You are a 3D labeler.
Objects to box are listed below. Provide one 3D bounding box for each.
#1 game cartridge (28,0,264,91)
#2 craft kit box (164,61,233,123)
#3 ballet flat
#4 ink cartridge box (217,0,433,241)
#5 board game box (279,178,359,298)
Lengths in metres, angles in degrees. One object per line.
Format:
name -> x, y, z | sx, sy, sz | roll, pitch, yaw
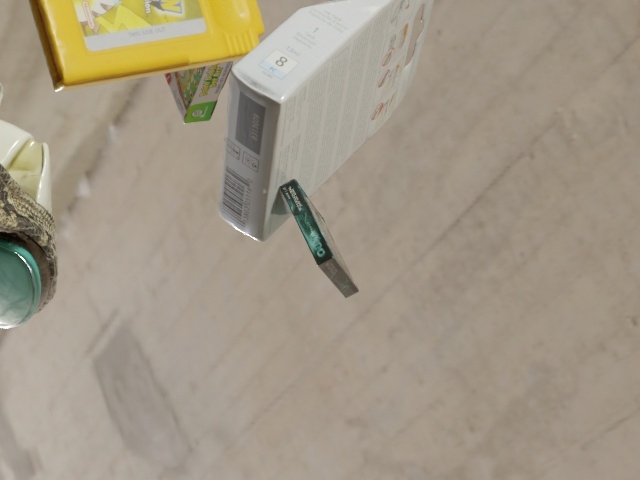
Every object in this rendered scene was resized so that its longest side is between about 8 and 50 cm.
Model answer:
game cartridge -> -0.244, -0.364, 1.822 | 0.052, 0.323, 0.285 | -18, -92, 58
craft kit box -> -0.206, -0.358, 2.155 | 0.250, 0.061, 0.246 | 66, -32, 25
ballet flat -> -0.325, -0.059, 1.237 | 0.483, 0.164, 0.182 | 82, 22, -72
ink cartridge box -> 0.014, -0.218, 1.850 | 0.091, 0.385, 0.308 | 33, -33, 16
board game box -> 0.000, 0.000, 1.848 | 0.126, 0.026, 0.186 | 64, 4, 20
